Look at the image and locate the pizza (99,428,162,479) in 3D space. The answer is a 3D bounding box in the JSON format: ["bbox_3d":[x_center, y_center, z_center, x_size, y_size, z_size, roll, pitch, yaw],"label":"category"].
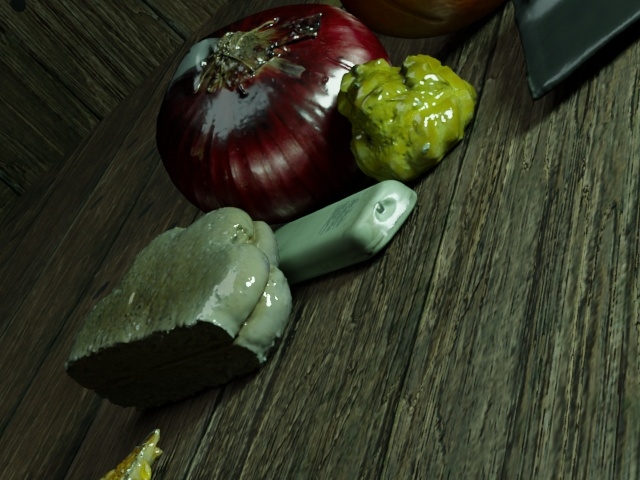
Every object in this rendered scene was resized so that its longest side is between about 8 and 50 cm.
[{"bbox_3d":[-0.206,0.253,1.780,0.176,0.036,0.185,-51,12,-25],"label":"pizza"}]

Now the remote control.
[{"bbox_3d":[0.000,0.001,1.875,0.090,0.038,0.309,-55,14,-24],"label":"remote control"}]

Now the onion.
[{"bbox_3d":[-0.035,-0.119,2.057,0.273,0.285,0.273,-13,52,18],"label":"onion"}]

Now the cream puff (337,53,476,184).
[{"bbox_3d":[0.077,-0.130,1.861,0.146,0.116,0.146,-43,10,10],"label":"cream puff"}]

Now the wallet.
[{"bbox_3d":[0.274,-0.277,1.738,0.247,0.041,0.323,-38,27,22],"label":"wallet"}]

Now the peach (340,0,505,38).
[{"bbox_3d":[0.136,-0.361,2.088,0.245,0.248,0.275,-9,-14,-30],"label":"peach"}]

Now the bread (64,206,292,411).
[{"bbox_3d":[-0.133,0.060,1.900,0.337,0.102,0.183,-21,43,53],"label":"bread"}]

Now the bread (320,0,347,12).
[{"bbox_3d":[0.091,-0.399,2.771,0.267,0.040,0.267,-43,14,14],"label":"bread"}]
